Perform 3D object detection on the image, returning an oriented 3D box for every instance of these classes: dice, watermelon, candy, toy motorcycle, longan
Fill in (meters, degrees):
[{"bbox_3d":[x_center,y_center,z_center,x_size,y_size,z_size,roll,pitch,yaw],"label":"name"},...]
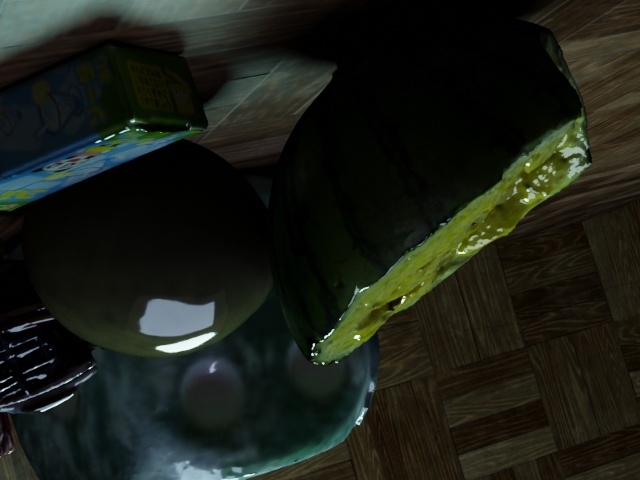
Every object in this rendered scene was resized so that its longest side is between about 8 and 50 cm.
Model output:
[{"bbox_3d":[-0.160,0.121,1.489,0.348,0.328,0.330,-11,173,-37],"label":"dice"},{"bbox_3d":[0.071,-0.060,1.020,0.331,0.189,0.331,-32,165,-10],"label":"watermelon"},{"bbox_3d":[-0.187,-0.074,0.888,0.194,0.062,0.097,-19,174,26],"label":"candy"},{"bbox_3d":[-0.355,0.108,1.209,0.401,0.134,0.207,-24,-158,-12],"label":"toy motorcycle"},{"bbox_3d":[-0.145,0.003,1.062,0.220,0.196,0.196,14,-168,33],"label":"longan"}]

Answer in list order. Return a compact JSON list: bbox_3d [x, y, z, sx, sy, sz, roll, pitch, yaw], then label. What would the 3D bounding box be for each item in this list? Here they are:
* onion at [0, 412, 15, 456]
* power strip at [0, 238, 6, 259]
[{"bbox_3d":[-0.506,0.140,1.519,0.314,0.146,0.280,30,164,-26],"label":"onion"},{"bbox_3d":[-0.464,0.038,1.188,0.092,0.066,0.387,-23,171,34],"label":"power strip"}]
